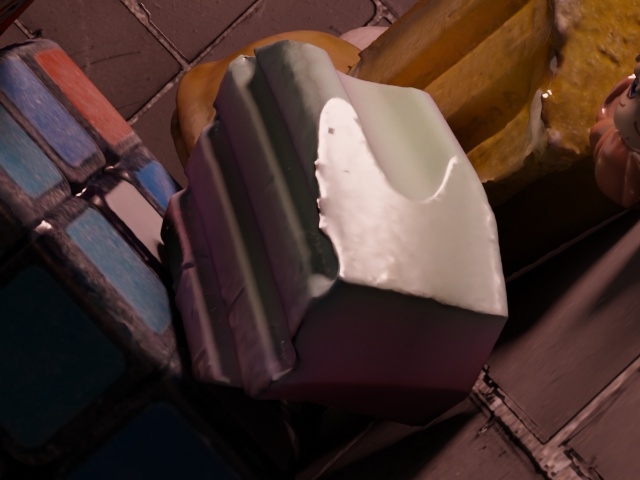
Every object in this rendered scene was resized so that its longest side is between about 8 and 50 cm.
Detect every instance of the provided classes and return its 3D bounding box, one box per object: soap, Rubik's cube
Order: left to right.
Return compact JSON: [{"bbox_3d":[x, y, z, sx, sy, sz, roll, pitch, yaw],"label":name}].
[{"bbox_3d":[-0.234,0.104,1.216,0.359,0.363,0.362,-42,1,9],"label":"Rubik's cube"},{"bbox_3d":[0.000,0.000,1.027,0.324,0.109,0.193,-111,42,-62],"label":"soap"},{"bbox_3d":[0.100,-0.070,1.114,0.315,0.091,0.199,-40,36,56],"label":"soap"}]

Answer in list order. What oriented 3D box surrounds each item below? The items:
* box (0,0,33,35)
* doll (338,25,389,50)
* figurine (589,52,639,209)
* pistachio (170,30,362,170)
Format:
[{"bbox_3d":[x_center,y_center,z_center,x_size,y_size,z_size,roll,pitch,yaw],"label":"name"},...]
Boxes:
[{"bbox_3d":[-0.268,-0.111,1.101,0.265,0.048,0.273,-43,9,-33],"label":"box"},{"bbox_3d":[0.025,-0.074,1.689,0.151,0.151,0.287,-37,24,57],"label":"doll"},{"bbox_3d":[0.193,-0.080,0.855,0.114,0.126,0.157,-12,-49,-19],"label":"figurine"},{"bbox_3d":[0.001,-0.047,1.338,0.260,0.213,0.163,-105,22,-43],"label":"pistachio"}]
